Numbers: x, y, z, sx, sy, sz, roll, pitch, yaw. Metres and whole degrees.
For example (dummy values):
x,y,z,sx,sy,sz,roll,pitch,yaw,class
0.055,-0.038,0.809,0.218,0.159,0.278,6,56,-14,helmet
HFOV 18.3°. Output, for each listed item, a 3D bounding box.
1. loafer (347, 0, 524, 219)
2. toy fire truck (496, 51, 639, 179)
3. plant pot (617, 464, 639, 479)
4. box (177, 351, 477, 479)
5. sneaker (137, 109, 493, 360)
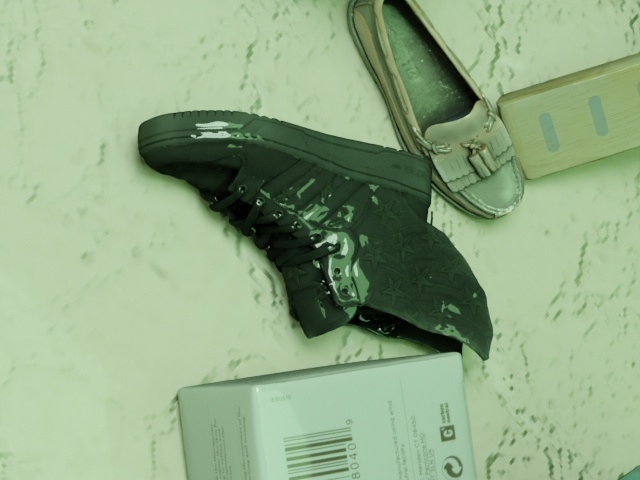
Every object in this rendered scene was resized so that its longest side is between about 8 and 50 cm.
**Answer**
x,y,z,sx,sy,sz,roll,pitch,yaw,class
0.053,-0.062,0.903,0.045,0.039,0.125,-34,98,-6,loafer
0.188,-0.150,0.938,0.246,0.158,0.217,-39,102,-35,toy fire truck
0.202,0.267,0.747,0.341,0.341,0.334,-33,61,-25,plant pot
0.005,0.104,0.838,0.102,0.087,0.101,-7,88,-27,box
-0.001,0.000,0.867,0.170,0.051,0.089,10,76,-28,sneaker
